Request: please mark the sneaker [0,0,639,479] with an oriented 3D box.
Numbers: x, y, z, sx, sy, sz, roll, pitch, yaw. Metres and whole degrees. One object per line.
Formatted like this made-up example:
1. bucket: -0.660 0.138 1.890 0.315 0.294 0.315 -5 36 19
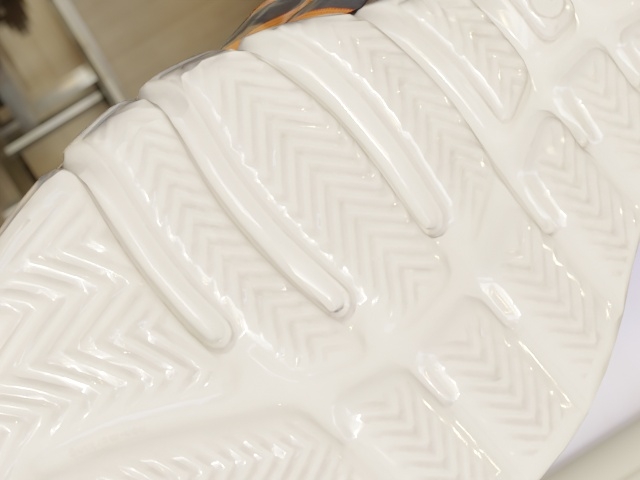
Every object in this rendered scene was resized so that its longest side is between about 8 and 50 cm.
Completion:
1. sneaker: 0.000 0.000 0.521 0.125 0.321 0.180 55 -35 -6
